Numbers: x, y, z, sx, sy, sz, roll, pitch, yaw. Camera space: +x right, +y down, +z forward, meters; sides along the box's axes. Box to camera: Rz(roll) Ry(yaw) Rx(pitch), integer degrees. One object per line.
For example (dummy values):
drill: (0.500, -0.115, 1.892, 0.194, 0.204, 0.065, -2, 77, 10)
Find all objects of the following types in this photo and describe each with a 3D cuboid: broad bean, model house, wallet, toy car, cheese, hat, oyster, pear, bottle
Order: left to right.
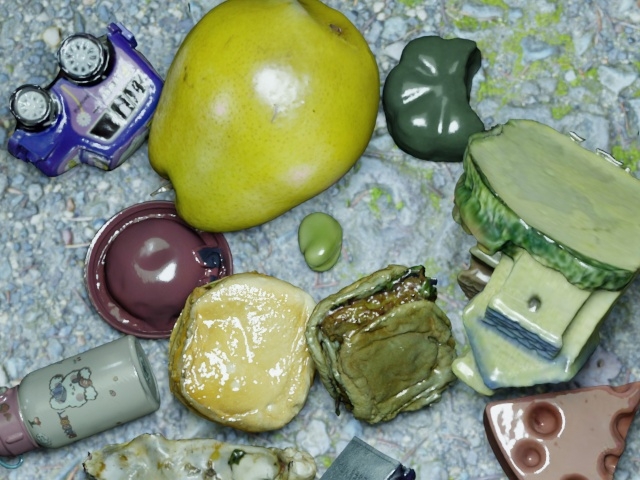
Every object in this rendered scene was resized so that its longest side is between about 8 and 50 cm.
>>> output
bottle: (-0.335, 0.212, 1.828, 0.233, 0.110, 0.110, -20, 73, 0)
toy car: (-0.315, -0.176, 1.914, 0.158, 0.172, 0.235, 43, 87, 1)
hat: (-0.222, 0.036, 1.876, 0.205, 0.089, 0.206, -1, 74, 5)
oyster: (-0.161, 0.313, 1.803, 0.294, 0.094, 0.166, 15, 58, 20)
pear: (-0.077, -0.166, 1.822, 0.284, 0.285, 0.336, 28, 80, 13)
broad bean: (0.000, 0.000, 1.888, 0.063, 0.045, 0.083, -11, 65, 15)
wallet: (0.028, 0.323, 1.708, 0.036, 0.222, 0.167, 41, 82, -13)
model house: (0.255, 0.032, 1.722, 0.261, 0.321, 0.266, 32, 120, 13)
cheese: (0.314, 0.282, 1.736, 0.202, 0.128, 0.177, -8, 76, 0)

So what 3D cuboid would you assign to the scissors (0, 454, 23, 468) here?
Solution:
scissors: (-0.449, 0.265, 1.874, 0.119, 0.014, 0.058, 19, 76, 7)

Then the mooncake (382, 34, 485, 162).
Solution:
mooncake: (0.167, -0.193, 1.894, 0.168, 0.104, 0.175, -33, 77, -9)

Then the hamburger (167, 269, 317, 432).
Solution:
hamburger: (-0.093, 0.142, 1.799, 0.213, 0.108, 0.214, 3, 80, -17)

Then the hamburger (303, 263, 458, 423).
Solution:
hamburger: (0.072, 0.127, 1.772, 0.183, 0.206, 0.130, -27, 36, -12)
